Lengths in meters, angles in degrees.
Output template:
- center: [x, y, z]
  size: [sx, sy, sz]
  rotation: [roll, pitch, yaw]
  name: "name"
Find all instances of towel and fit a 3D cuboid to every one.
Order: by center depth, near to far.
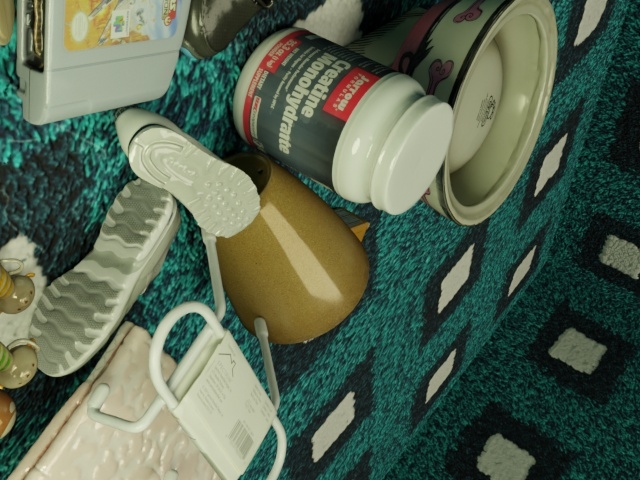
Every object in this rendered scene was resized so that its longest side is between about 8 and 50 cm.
- center: [-0.256, 0.316, 1.013]
  size: [0.317, 0.053, 0.332]
  rotation: [-58, 142, -28]
  name: "towel"

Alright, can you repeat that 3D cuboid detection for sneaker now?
- center: [-0.049, -0.351, 0.909]
  size: [0.341, 0.139, 0.125]
  rotation: [-56, 159, -3]
  name: "sneaker"
- center: [-0.162, -0.089, 0.974]
  size: [0.090, 0.095, 0.235]
  rotation: [-45, 138, -1]
  name: "sneaker"
- center: [-0.263, 0.060, 1.010]
  size: [0.281, 0.105, 0.115]
  rotation: [-54, 161, -5]
  name: "sneaker"

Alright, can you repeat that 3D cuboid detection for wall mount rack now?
- center: [-0.136, 0.162, 0.991]
  size: [0.304, 0.130, 0.350]
  rotation: [-58, 143, -34]
  name: "wall mount rack"

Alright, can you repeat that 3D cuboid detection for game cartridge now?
- center: [-0.207, -0.273, 0.776]
  size: [0.198, 0.062, 0.297]
  rotation: [-25, 135, -48]
  name: "game cartridge"

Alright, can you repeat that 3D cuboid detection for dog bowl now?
- center: [0.255, -0.237, 1.350]
  size: [0.408, 0.150, 0.408]
  rotation: [-35, 136, -42]
  name: "dog bowl"

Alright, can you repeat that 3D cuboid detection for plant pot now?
- center: [-0.078, -0.006, 1.184]
  size: [0.237, 0.237, 0.254]
  rotation: [-51, 139, -18]
  name: "plant pot"

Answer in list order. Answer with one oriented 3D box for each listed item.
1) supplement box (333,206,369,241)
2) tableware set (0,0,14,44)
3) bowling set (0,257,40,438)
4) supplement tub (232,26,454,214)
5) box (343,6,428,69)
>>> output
- center: [0.000, 0.000, 1.481]
  size: [0.233, 0.080, 0.078]
  rotation: [-16, 133, -55]
  name: "supplement box"
- center: [-0.291, -0.212, 0.645]
  size: [0.169, 0.020, 0.141]
  rotation: [-91, -174, -51]
  name: "tableware set"
- center: [-0.377, 0.164, 0.810]
  size: [0.287, 0.200, 0.154]
  rotation: [-51, 156, -9]
  name: "bowling set"
- center: [0.030, -0.170, 1.102]
  size: [0.191, 0.272, 0.191]
  rotation: [-44, 151, -32]
  name: "supplement tub"
- center: [0.125, -0.305, 1.351]
  size: [0.275, 0.094, 0.113]
  rotation: [-38, 148, -40]
  name: "box"
